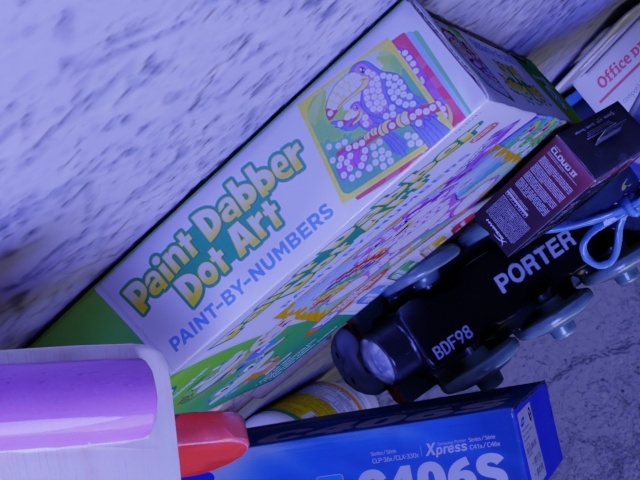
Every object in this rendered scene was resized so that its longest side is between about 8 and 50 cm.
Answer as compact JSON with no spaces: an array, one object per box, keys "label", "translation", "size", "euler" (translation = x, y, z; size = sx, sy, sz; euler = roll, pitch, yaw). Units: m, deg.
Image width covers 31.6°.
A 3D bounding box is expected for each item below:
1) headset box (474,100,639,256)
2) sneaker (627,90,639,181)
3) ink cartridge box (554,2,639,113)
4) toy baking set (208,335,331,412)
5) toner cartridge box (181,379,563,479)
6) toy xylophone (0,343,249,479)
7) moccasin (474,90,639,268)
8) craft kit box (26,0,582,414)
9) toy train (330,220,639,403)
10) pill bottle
[{"label":"headset box","translation":[0.129,-0.034,0.588],"size":[0.062,0.032,0.083],"euler":[-29,166,-40]},{"label":"sneaker","translation":[0.320,-0.117,0.638],"size":[0.315,0.127,0.182],"euler":[-49,148,-3]},{"label":"ink cartridge box","translation":[0.251,-0.132,0.757],"size":[0.198,0.067,0.115],"euler":[-30,168,-30]},{"label":"toy baking set","translation":[-0.077,0.113,0.868],"size":[0.256,0.030,0.197],"euler":[-42,166,26]},{"label":"toner cartridge box","translation":[0.017,0.190,0.958],"size":[0.348,0.075,0.165],"euler":[-12,175,19]},{"label":"toy xylophone","translation":[-0.177,0.135,0.406],"size":[0.236,0.081,0.323],"euler":[4,150,-38]},{"label":"moccasin","translation":[0.248,-0.067,0.890],"size":[0.342,0.117,0.138],"euler":[-27,165,-41]},{"label":"craft kit box","translation":[0.000,0.000,0.547],"size":[0.250,0.061,0.247],"euler":[-41,167,19]},{"label":"toy train","translation":[0.159,0.035,1.031],"size":[0.334,0.142,0.190],"euler":[-32,178,-23]},{"label":"pill bottle","translation":[-0.009,0.241,1.402],"size":[0.117,0.117,0.208],"euler":[-43,168,29]}]
